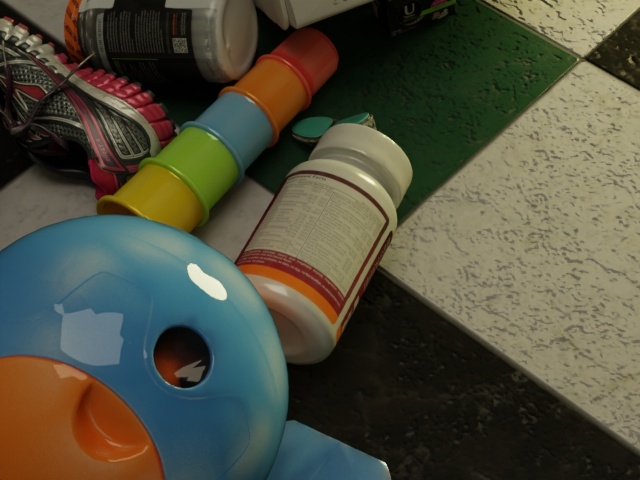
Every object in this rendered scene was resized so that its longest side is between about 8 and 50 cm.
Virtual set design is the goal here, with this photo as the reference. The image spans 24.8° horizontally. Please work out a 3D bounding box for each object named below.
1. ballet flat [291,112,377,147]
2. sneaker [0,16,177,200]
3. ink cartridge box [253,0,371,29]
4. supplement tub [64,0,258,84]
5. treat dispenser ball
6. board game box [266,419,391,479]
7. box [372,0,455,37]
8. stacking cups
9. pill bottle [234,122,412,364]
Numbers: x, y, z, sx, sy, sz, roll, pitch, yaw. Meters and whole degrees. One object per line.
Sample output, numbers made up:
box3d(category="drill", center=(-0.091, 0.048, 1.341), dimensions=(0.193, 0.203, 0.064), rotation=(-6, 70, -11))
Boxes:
box3d(category="ballet flat", center=(0.016, -0.108, 1.521), dimensions=(0.114, 0.041, 0.041), rotation=(-1, 45, 47))
box3d(category="sneaker", center=(-0.301, -0.144, 1.538), dimensions=(0.299, 0.121, 0.112), rotation=(24, 61, 22))
box3d(category="ink cartridge box", center=(0.087, -0.396, 1.599), dimensions=(0.395, 0.166, 0.285), rotation=(-22, 26, -10))
box3d(category="supplement tub", center=(-0.173, -0.229, 1.580), dimensions=(0.190, 0.117, 0.117), rotation=(4, 53, 20))
box3d(category="treat dispenser ball", center=(-0.169, 0.122, 1.171), dimensions=(0.288, 0.288, 0.288), rotation=(-3, 52, 4))
box3d(category="board game box", center=(-0.018, 0.232, 1.267), dimensions=(0.169, 0.033, 0.133), rotation=(21, 55, 29))
box3d(category="box", center=(0.104, -0.277, 1.631), dimensions=(0.083, 0.062, 0.052), rotation=(-21, 52, -9))
box3d(category="stacking cups", center=(-0.089, -0.104, 1.506), dimensions=(0.096, 0.096, 0.316), rotation=(30, 59, 26))
box3d(category="pill bottle", center=(0.000, 0.000, 1.393), dimensions=(0.121, 0.121, 0.221), rotation=(17, 56, 18))
